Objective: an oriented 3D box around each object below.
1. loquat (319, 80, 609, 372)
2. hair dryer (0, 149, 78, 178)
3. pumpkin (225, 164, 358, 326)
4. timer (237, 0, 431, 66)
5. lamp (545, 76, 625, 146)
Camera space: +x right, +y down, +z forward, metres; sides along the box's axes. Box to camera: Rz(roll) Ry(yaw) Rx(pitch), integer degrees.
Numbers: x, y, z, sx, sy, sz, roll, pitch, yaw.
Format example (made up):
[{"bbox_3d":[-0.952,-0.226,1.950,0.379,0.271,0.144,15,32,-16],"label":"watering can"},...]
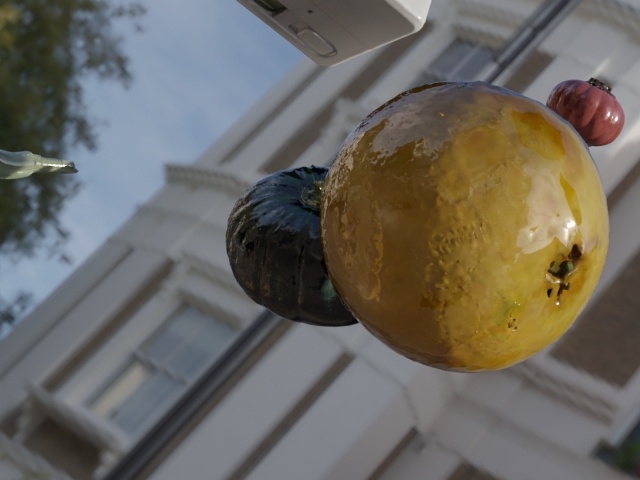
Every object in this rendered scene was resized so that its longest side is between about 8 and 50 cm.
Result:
[{"bbox_3d":[0.125,-0.009,1.403,0.263,0.263,0.263,36,-24,19],"label":"loquat"},{"bbox_3d":[-0.385,-0.037,1.599,0.092,0.229,0.267,19,-14,44],"label":"hair dryer"},{"bbox_3d":[0.000,0.000,1.635,0.202,0.202,0.140,29,-44,31],"label":"pumpkin"},{"bbox_3d":[0.025,-0.359,1.933,0.192,0.195,0.194,35,-31,-30],"label":"timer"},{"bbox_3d":[0.353,-0.170,2.104,0.107,0.092,0.107,29,3,-2],"label":"lamp"}]
